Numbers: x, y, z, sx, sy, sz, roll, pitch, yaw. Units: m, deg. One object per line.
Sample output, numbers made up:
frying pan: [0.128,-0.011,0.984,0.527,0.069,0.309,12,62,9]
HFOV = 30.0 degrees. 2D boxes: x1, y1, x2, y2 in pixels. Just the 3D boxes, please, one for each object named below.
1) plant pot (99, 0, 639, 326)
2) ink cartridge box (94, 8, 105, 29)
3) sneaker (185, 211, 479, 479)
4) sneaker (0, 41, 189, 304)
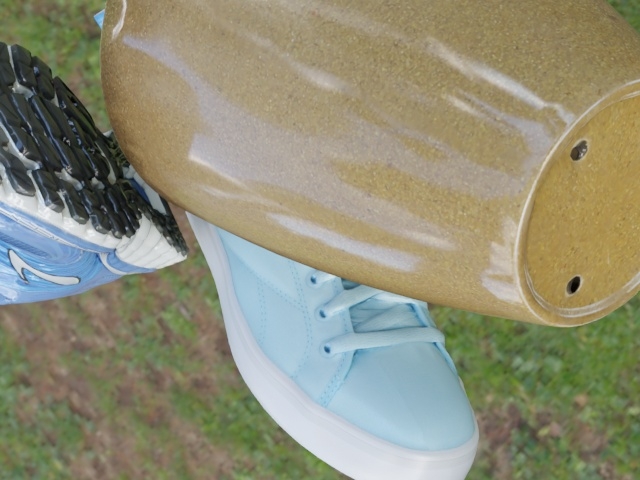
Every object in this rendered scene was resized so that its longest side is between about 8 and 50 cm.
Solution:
plant pot: [0.052,-0.066,0.596,0.254,0.237,0.237,37,142,45]
ink cartridge box: [-0.145,-0.188,1.152,0.052,0.088,0.122,-10,116,56]
sneaker: [0.000,0.000,0.812,0.366,0.135,0.150,55,142,37]
sneaker: [-0.192,-0.014,0.746,0.129,0.147,0.330,63,-177,15]
